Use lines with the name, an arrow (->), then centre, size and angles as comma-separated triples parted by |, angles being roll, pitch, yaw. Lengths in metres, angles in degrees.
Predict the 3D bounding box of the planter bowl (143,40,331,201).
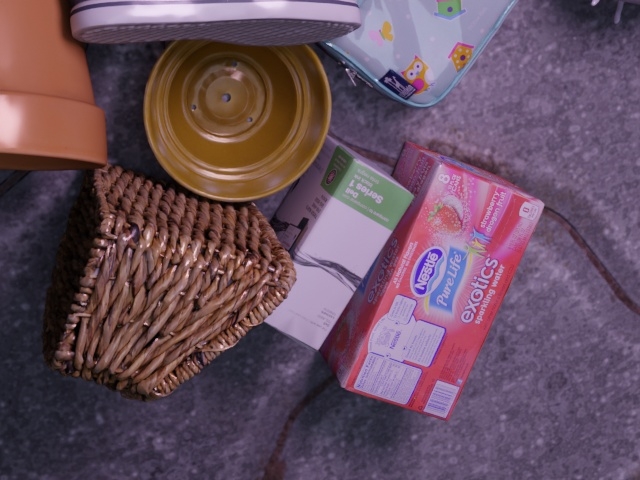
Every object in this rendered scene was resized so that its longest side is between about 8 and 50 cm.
planter bowl -> -0.103, -0.160, 1.456 | 0.217, 0.090, 0.217 | -4, 107, -14

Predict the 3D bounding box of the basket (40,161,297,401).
basket -> -0.178, 0.061, 1.390 | 0.223, 0.299, 0.213 | 17, 102, -18

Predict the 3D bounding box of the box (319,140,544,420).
box -> 0.130, 0.049, 1.551 | 0.154, 0.142, 0.300 | 18, 101, -19

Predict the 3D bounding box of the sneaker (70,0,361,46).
sneaker -> -0.104, -0.274, 1.305 | 0.321, 0.126, 0.127 | -3, 84, -29

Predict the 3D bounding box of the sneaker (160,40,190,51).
sneaker -> -0.239, -0.300, 1.371 | 0.281, 0.105, 0.115 | 30, 97, -21

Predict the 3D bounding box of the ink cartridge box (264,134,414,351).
ink cartridge box -> 0.000, 0.000, 1.493 | 0.092, 0.160, 0.219 | 30, 97, -19

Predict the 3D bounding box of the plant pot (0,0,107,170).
plant pot -> -0.367, -0.183, 1.298 | 0.291, 0.291, 0.203 | 1, 90, -15

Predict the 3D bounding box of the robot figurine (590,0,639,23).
robot figurine -> 0.403, -0.426, 1.446 | 0.300, 0.200, 0.353 | 9, 107, -52

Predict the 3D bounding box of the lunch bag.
lunch bag -> 0.107, -0.305, 1.457 | 0.224, 0.108, 0.279 | 35, 95, -21
